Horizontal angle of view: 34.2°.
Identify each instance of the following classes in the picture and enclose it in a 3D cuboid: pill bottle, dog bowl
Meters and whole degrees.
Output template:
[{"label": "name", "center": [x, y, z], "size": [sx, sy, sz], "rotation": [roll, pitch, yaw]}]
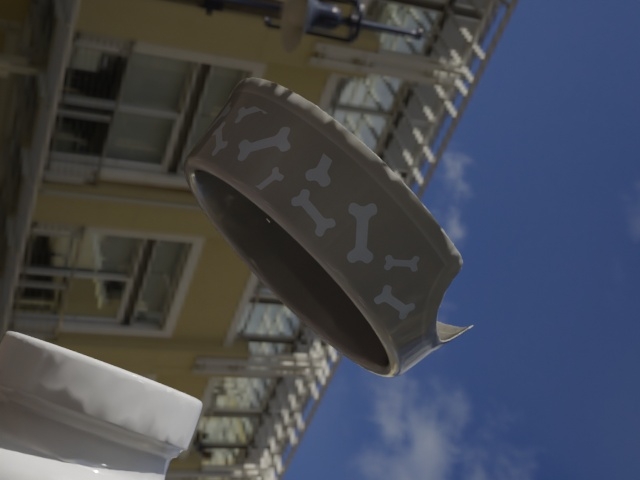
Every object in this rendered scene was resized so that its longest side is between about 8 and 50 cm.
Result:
[{"label": "pill bottle", "center": [-0.171, 0.195, 0.593], "size": [0.153, 0.153, 0.264], "rotation": [-5, -117, 65]}, {"label": "dog bowl", "center": [0.000, 0.000, 1.062], "size": [0.102, 0.349, 0.349], "rotation": [-44, -159, -13]}]
